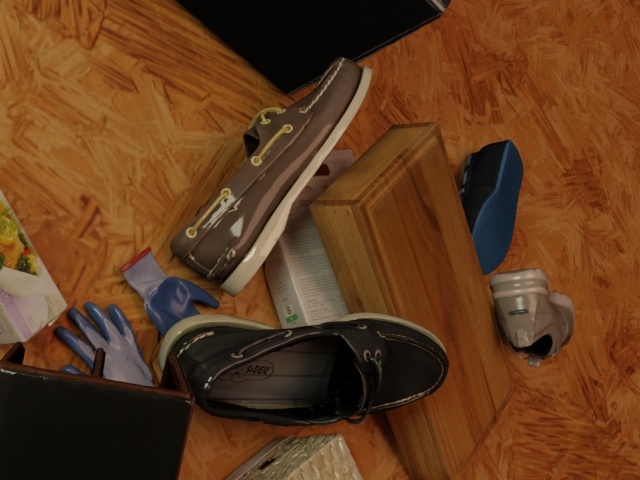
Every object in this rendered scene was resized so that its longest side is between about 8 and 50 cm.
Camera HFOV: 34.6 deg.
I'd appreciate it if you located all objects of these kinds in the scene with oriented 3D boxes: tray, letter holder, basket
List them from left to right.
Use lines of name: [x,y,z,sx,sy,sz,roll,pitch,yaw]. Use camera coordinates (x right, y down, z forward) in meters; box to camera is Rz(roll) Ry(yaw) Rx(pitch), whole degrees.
letter holder: [-0.216,0.243,0.876,0.152,0.214,0.301,11,92,-11]
basket: [-0.009,0.305,1.124,0.113,0.103,0.167,-30,97,-46]
tray: [0.131,0.082,1.279,0.203,0.076,0.410,-46,124,-43]

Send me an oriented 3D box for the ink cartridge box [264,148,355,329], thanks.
ink cartridge box: [0.000,0.000,1.287,0.181,0.056,0.224,-7,72,-45]

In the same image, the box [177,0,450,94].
box: [-0.051,-0.528,1.239,0.480,0.297,0.471,38,54,-28]

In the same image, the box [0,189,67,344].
box: [-0.340,-0.053,0.922,0.063,0.067,0.324,-46,117,-45]

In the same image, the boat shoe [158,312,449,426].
boat shoe: [0.006,0.145,1.093,0.340,0.113,0.127,11,104,-27]

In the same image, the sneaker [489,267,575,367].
sneaker: [0.293,0.126,1.445,0.281,0.105,0.115,32,54,-60]

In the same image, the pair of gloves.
pair of gloves: [-0.183,0.104,1.087,0.159,0.023,0.198,56,47,-17]

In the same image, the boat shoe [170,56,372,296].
boat shoe: [-0.051,-0.093,1.178,0.097,0.116,0.324,33,73,-6]

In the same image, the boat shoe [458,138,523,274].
boat shoe: [0.231,-0.039,1.496,0.109,0.089,0.258,61,38,-28]
